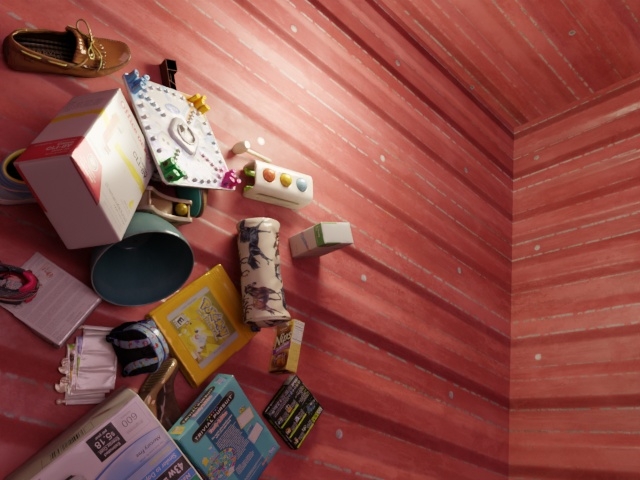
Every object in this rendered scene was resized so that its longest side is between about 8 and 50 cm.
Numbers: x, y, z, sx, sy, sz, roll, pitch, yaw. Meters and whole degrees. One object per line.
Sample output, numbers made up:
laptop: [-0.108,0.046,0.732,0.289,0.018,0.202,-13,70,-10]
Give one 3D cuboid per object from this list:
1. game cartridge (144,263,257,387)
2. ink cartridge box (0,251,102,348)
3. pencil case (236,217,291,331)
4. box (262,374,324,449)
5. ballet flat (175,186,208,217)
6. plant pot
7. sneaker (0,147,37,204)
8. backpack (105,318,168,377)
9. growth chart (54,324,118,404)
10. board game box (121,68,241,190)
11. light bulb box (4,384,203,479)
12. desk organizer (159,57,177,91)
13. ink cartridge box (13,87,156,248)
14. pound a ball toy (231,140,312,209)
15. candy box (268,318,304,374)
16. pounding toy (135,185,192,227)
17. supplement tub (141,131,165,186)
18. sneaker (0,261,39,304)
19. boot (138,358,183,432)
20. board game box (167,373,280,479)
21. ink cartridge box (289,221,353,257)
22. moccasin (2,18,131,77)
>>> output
game cartridge: [-0.380,0.277,1.770,0.323,0.052,0.285,-40,103,-41]
ink cartridge box: [-0.763,0.168,1.482,0.224,0.056,0.181,35,53,-5]
pencil case: [-0.205,0.109,1.879,0.183,0.159,0.411,48,31,-64]
box: [-0.096,0.618,1.911,0.184,0.045,0.191,55,47,-16]
ballet flat: [-0.465,-0.247,1.852,0.343,0.116,0.124,63,27,0]
plant pot: [-0.549,0.026,1.584,0.290,0.290,0.195,8,35,-40]
sneaker: [-0.750,-0.186,1.492,0.318,0.208,0.127,-20,88,-44]
backpack: [-0.514,0.307,1.538,0.117,0.173,0.158,-33,105,-55]
growth chart: [-0.658,0.354,1.517,0.171,0.021,0.238,20,63,-35]
board game box: [-0.452,-0.361,1.791,0.390,0.050,0.390,-4,69,-66]
light bulb box: [-0.530,0.634,1.349,0.358,0.225,0.361,-39,102,-27]
desk organizer: [-0.545,-0.588,1.918,0.047,0.050,0.130,-3,78,-42]
ink cartridge box: [-0.621,-0.209,1.462,0.385,0.160,0.279,-89,167,-50]
pound a ball toy: [-0.182,-0.263,2.072,0.319,0.135,0.208,13,67,-39]
candy box: [-0.123,0.387,1.920,0.053,0.109,0.187,29,58,-32]
pounding toy: [-0.542,-0.142,1.698,0.269,0.154,0.155,10,69,-40]
supplement tub: [-0.565,-0.269,1.732,0.190,0.117,0.117,38,53,-15]
sneaker: [-0.878,0.084,1.342,0.299,0.112,0.121,11,67,-29]
boot: [-0.461,0.514,1.615,0.207,0.090,0.249,52,46,-31]
board game box: [-0.296,0.632,1.659,0.254,0.079,0.336,-48,120,-41]
ink cartridge box: [0.000,0.000,2.092,0.154,0.212,0.093,-1,73,-41]
moccasin: [-0.775,-0.602,1.652,0.379,0.147,0.139,-6,80,-43]
